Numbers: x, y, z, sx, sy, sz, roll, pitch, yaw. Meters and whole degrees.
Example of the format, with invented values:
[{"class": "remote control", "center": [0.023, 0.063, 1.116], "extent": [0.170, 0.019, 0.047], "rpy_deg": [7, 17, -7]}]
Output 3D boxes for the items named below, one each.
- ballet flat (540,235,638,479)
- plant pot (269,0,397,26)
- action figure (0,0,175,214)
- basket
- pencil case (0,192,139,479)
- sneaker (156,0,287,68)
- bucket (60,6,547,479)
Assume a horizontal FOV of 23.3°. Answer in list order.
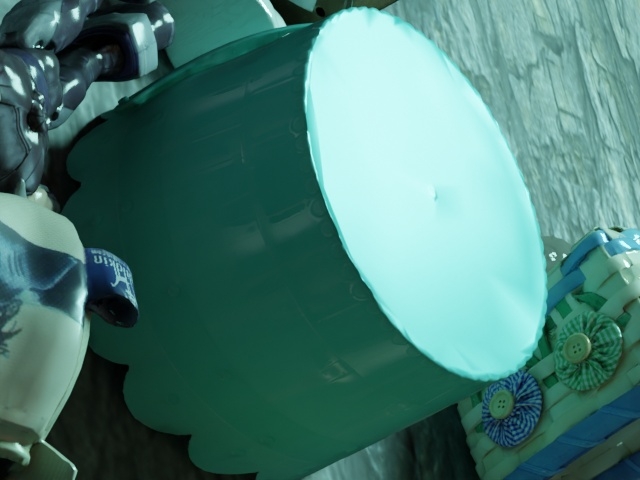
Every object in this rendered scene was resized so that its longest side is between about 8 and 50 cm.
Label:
[{"class": "ballet flat", "center": [0.223, 0.116, 1.332], "extent": [0.084, 0.058, 0.250], "rpy_deg": [-12, 71, -21]}, {"class": "plant pot", "center": [0.026, -0.264, 1.177], "extent": [0.215, 0.215, 0.230], "rpy_deg": [52, 49, -21]}, {"class": "action figure", "center": [-0.158, -0.087, 0.833], "extent": [0.285, 0.099, 0.185], "rpy_deg": [-57, 153, -56]}, {"class": "basket", "center": [0.236, 0.156, 1.149], "extent": [0.201, 0.255, 0.289], "rpy_deg": [1, 51, -56]}, {"class": "pencil case", "center": [-0.271, -0.018, 0.571], "extent": [0.410, 0.183, 0.160], "rpy_deg": [32, 83, -32]}, {"class": "sneaker", "center": [-0.044, -0.132, 1.101], "extent": [0.212, 0.080, 0.094], "rpy_deg": [51, 23, -33]}, {"class": "bucket", "center": [0.000, 0.000, 0.964], "extent": [0.281, 0.183, 0.281], "rpy_deg": [33, 45, -40]}]
